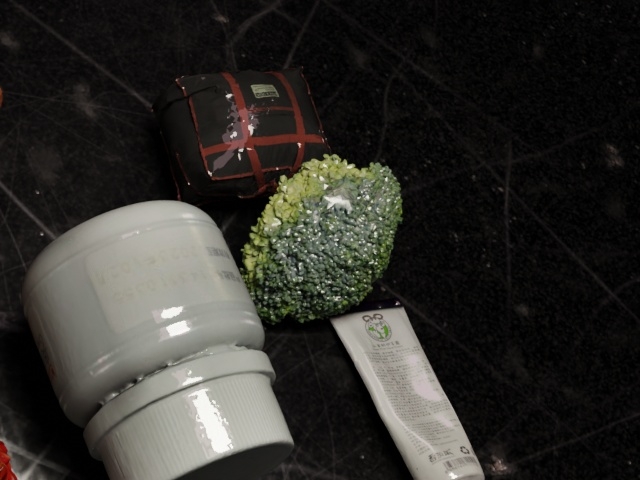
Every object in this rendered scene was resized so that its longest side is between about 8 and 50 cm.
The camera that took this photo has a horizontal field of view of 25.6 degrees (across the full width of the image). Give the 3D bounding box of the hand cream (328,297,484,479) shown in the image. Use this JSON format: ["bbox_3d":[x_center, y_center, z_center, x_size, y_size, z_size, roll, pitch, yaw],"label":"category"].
[{"bbox_3d":[0.119,0.210,1.799,0.121,0.076,0.336,-4,52,-33],"label":"hand cream"}]

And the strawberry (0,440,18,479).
[{"bbox_3d":[-0.396,0.316,1.438,0.234,0.234,0.178,-34,111,-37],"label":"strawberry"}]

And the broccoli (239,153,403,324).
[{"bbox_3d":[0.000,0.002,1.809,0.198,0.226,0.176,36,33,-37],"label":"broccoli"}]

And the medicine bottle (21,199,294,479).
[{"bbox_3d":[-0.179,0.136,1.588,0.245,0.245,0.306,-13,66,-32],"label":"medicine bottle"}]

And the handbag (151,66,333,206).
[{"bbox_3d":[-0.099,-0.134,1.855,0.215,0.155,0.169,-8,71,-32],"label":"handbag"}]

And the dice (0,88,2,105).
[{"bbox_3d":[-0.487,-0.127,1.651,0.179,0.175,0.174,22,53,-8],"label":"dice"}]
